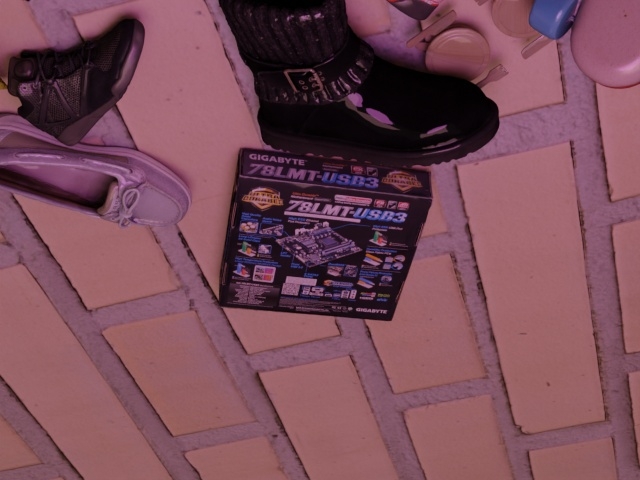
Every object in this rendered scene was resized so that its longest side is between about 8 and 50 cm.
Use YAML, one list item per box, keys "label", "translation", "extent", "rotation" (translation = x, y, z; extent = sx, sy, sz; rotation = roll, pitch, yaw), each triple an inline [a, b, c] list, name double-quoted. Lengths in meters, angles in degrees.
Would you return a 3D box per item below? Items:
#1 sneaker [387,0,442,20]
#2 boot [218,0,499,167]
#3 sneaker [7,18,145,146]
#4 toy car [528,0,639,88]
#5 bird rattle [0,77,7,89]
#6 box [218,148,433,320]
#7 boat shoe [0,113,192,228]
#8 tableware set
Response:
- label: "sneaker"
  translation: [0.067, -0.384, 1.279]
  extent: [0.270, 0.090, 0.145]
  rotation: [25, 126, -27]
- label: "boot"
  translation: [0.052, -0.229, 1.371]
  extent: [0.347, 0.131, 0.260]
  rotation: [2, 137, 12]
- label: "sneaker"
  translation: [-0.330, -0.223, 1.421]
  extent: [0.130, 0.087, 0.227]
  rotation: [25, 135, -33]
- label: "toy car"
  translation: [0.419, -0.283, 1.364]
  extent: [0.210, 0.219, 0.238]
  rotation: [-59, 160, 13]
- label: "bird rattle"
  translation: [-0.529, -0.235, 1.364]
  extent: [0.206, 0.143, 0.253]
  rotation: [9, 148, 27]
- label: "box"
  translation: [0.000, 0.000, 1.675]
  extent: [0.295, 0.073, 0.293]
  rotation: [5, 134, -8]
- label: "boat shoe"
  translation: [-0.341, -0.081, 1.553]
  extent: [0.320, 0.103, 0.118]
  rotation: [22, 130, -23]
- label: "tableware set"
  translation: [0.224, -0.281, 1.424]
  extent: [0.194, 0.039, 0.128]
  rotation: [-33, 125, 24]
